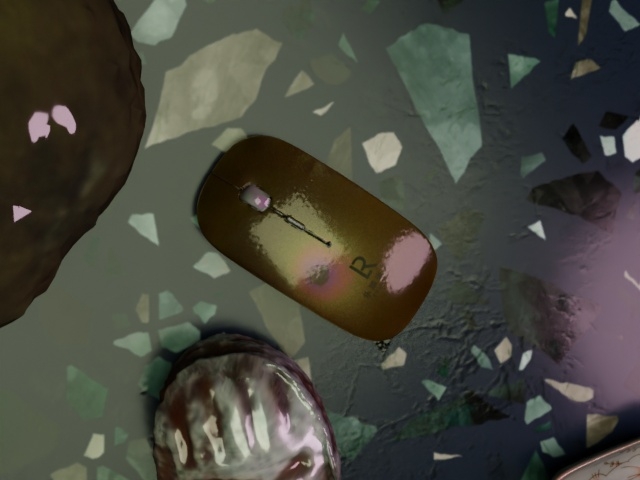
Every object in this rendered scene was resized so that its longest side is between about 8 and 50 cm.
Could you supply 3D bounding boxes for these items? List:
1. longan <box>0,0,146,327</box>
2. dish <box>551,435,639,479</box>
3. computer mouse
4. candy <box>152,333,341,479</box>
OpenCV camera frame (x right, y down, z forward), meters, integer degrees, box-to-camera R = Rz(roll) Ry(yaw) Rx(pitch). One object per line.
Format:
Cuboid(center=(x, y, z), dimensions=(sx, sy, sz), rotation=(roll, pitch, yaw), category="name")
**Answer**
Cuboid(center=(-0.396, -0.125, 1.272), dimensions=(0.404, 0.404, 0.436), rotation=(41, 84, -13), category="longan")
Cuboid(center=(0.399, 0.331, 1.651), dimensions=(0.212, 0.077, 0.151), rotation=(-19, 101, -9), category="dish")
Cuboid(center=(0.000, 0.000, 1.535), dimensions=(0.310, 0.072, 0.158), rotation=(33, 87, -12), category="computer mouse")
Cuboid(center=(-0.087, 0.258, 1.501), dimensions=(0.214, 0.157, 0.290), rotation=(-19, 98, 0), category="candy")
